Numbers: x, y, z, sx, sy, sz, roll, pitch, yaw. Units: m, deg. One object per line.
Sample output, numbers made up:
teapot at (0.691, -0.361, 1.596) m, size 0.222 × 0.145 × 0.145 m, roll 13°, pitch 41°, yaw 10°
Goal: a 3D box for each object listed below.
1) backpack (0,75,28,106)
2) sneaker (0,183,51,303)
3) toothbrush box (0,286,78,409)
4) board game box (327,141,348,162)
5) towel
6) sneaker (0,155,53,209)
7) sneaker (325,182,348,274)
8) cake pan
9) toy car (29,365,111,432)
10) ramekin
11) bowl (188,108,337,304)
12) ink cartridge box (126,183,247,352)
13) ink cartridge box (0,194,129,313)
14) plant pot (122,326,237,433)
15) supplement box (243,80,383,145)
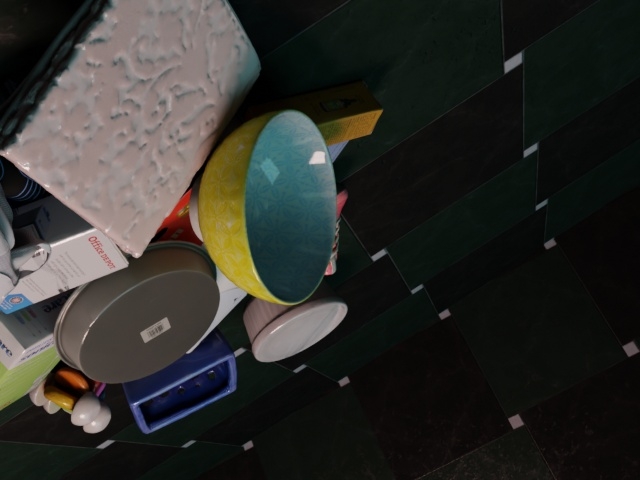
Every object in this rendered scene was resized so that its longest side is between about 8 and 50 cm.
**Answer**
backpack at (-0.350, -0.140, 0.902) m, size 0.084 × 0.114 × 0.105 m, roll -34°, pitch 156°, yaw 6°
sneaker at (-0.491, -0.029, 0.819) m, size 0.210 × 0.137 × 0.366 m, roll -40°, pitch 123°, yaw 2°
toothbrush box at (-0.524, 0.178, 1.232) m, size 0.283 × 0.122 × 0.206 m, roll -43°, pitch 177°, yaw 28°
board game box at (-0.067, -0.108, 1.422) m, size 0.145 × 0.027 × 0.281 m, roll -11°, pitch 149°, yaw -43°
towel at (-0.216, -0.173, 0.898) m, size 0.332 × 0.053 × 0.317 m, roll -58°, pitch 156°, yaw -11°
sneaker at (-0.407, -0.088, 0.989) m, size 0.090 × 0.081 × 0.232 m, roll -27°, pitch 163°, yaw -15°
sneaker at (0.000, 0.000, 1.555) m, size 0.116 × 0.136 × 0.314 m, roll -38°, pitch 169°, yaw -43°
cake pan at (-0.286, 0.128, 1.197) m, size 0.293 × 0.054 × 0.293 m, roll -29°, pitch 147°, yaw -21°
toy car at (-0.537, 0.333, 1.612) m, size 0.182 × 0.159 × 0.136 m, roll 86°, pitch 28°, yaw -64°
ramekin at (-0.075, 0.189, 1.876) m, size 0.272 × 0.127 × 0.273 m, roll -26°, pitch 155°, yaw -13°
bowl at (-0.102, -0.049, 1.099) m, size 0.155 × 0.290 × 0.289 m, roll 1°, pitch 170°, yaw 26°
ink cartridge box at (-0.226, 0.067, 1.288) m, size 0.308 × 0.091 × 0.385 m, roll -45°, pitch 166°, yaw 4°
ink cartridge box at (-0.386, 0.014, 1.021) m, size 0.190 × 0.082 × 0.140 m, roll -23°, pitch 156°, yaw -8°
plant pot at (-0.329, 0.252, 1.582) m, size 0.235 × 0.212 × 0.236 m, roll -24°, pitch 156°, yaw -17°
supplement box at (-0.013, -0.203, 1.239) m, size 0.233 × 0.078 × 0.080 m, roll -19°, pitch 154°, yaw -25°
